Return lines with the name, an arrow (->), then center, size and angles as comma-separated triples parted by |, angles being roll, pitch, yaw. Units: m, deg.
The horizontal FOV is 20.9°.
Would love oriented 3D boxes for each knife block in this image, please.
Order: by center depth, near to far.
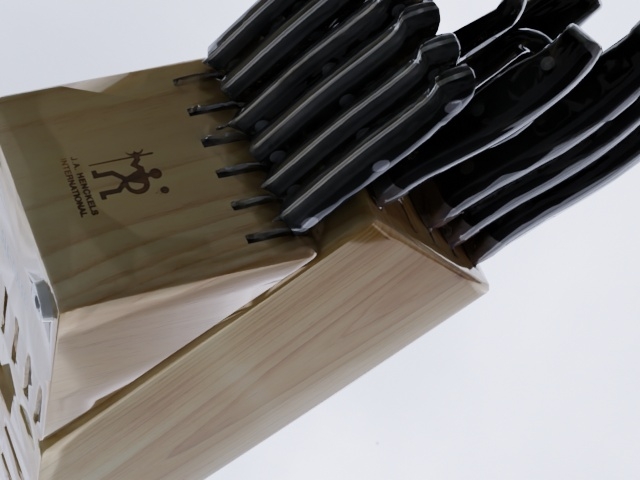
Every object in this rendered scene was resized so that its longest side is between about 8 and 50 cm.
knife block -> 0.000, 0.000, 0.636 | 0.242, 0.275, 0.088 | -12, -122, -21
